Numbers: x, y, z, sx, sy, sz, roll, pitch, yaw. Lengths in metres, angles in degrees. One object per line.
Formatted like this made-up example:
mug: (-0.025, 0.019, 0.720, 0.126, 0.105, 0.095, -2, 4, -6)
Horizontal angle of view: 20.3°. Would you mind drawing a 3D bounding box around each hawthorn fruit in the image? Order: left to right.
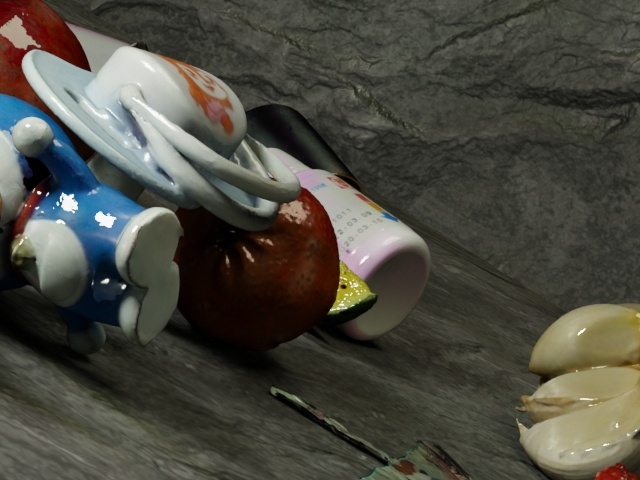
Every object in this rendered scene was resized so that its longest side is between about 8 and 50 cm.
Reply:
hawthorn fruit: (-0.061, 0.030, 1.784, 0.179, 0.179, 0.200, 34, -13, 24)

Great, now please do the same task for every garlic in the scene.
garlic: (0.327, 0.194, 2.080, 0.184, 0.203, 0.281, 53, 31, -39)

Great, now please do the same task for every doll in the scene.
doll: (-0.231, -0.010, 1.431, 0.257, 0.215, 0.161, 25, 36, 25)

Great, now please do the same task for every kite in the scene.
kite: (0.087, 0.220, 1.675, 0.314, 0.011, 0.335, 31, 8, 12)

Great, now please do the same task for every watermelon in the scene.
watermelon: (-0.029, 0.044, 2.039, 0.075, 0.092, 0.181, 0, 37, -46)

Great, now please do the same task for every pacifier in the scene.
pacifier: (-0.175, -0.051, 1.618, 0.244, 0.233, 0.299, 48, 16, 19)

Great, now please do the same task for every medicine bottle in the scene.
medicine bottle: (0.000, 0.000, 2.169, 0.254, 0.152, 0.152, 35, 10, 34)

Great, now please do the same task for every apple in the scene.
apple: (-0.321, -0.138, 1.726, 0.234, 0.234, 0.234, 29, 9, -5)

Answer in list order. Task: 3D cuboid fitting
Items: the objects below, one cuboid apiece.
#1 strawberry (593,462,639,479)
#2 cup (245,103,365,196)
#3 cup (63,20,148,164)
strawberry: (0.286, 0.301, 1.597, 0.188, 0.106, 0.286, 62, 11, 30)
cup: (-0.073, -0.055, 2.407, 0.177, 0.239, 0.166, 46, -24, 44)
cup: (-0.362, -0.186, 1.990, 0.288, 0.203, 0.203, 25, 8, 5)
